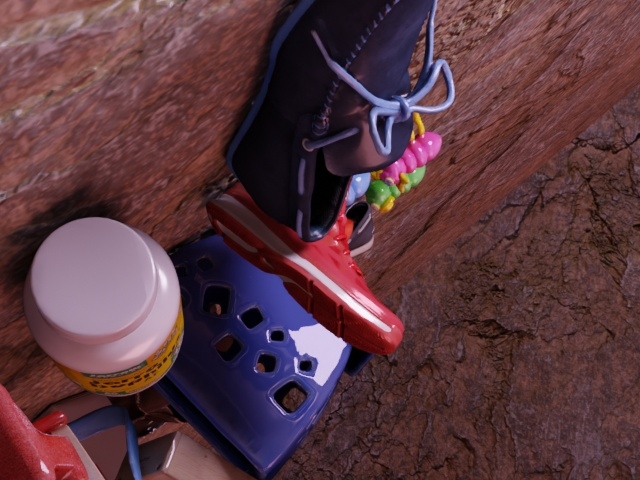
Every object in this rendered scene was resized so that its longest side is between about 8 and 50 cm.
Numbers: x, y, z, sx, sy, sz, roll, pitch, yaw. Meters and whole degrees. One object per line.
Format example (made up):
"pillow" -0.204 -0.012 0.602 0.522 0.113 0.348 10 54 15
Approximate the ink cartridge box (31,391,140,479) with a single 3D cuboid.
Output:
"ink cartridge box" -0.347 0.362 1.396 0.283 0.207 0.117 -41 169 19

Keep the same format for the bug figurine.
"bug figurine" 0.047 -0.054 1.290 0.216 0.072 0.279 -36 170 -12

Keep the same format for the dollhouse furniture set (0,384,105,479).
"dollhouse furniture set" -0.309 0.167 0.607 0.374 0.152 0.201 -28 158 -31

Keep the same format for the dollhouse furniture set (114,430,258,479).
"dollhouse furniture set" -0.137 0.330 1.010 0.212 0.161 0.242 -27 -146 46

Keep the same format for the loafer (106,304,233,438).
"loafer" -0.198 0.202 1.424 0.134 0.130 0.366 -33 170 -29

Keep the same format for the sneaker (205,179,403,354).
"sneaker" 0.013 -0.005 0.985 0.128 0.221 0.087 -46 165 -19

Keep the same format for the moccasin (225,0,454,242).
"moccasin" 0.031 -0.107 0.820 0.137 0.117 0.342 -34 170 -24

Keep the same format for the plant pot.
"plant pot" -0.070 0.106 1.160 0.212 0.236 0.236 -43 172 -16

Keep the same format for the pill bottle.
"pill bottle" -0.167 0.052 0.847 0.117 0.117 0.208 -36 171 -14

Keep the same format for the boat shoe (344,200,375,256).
"boat shoe" 0.000 0.000 1.458 0.206 0.075 0.065 -26 134 -44

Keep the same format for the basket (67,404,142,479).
"basket" -0.294 0.261 0.980 0.289 0.201 0.255 -26 -160 -6
